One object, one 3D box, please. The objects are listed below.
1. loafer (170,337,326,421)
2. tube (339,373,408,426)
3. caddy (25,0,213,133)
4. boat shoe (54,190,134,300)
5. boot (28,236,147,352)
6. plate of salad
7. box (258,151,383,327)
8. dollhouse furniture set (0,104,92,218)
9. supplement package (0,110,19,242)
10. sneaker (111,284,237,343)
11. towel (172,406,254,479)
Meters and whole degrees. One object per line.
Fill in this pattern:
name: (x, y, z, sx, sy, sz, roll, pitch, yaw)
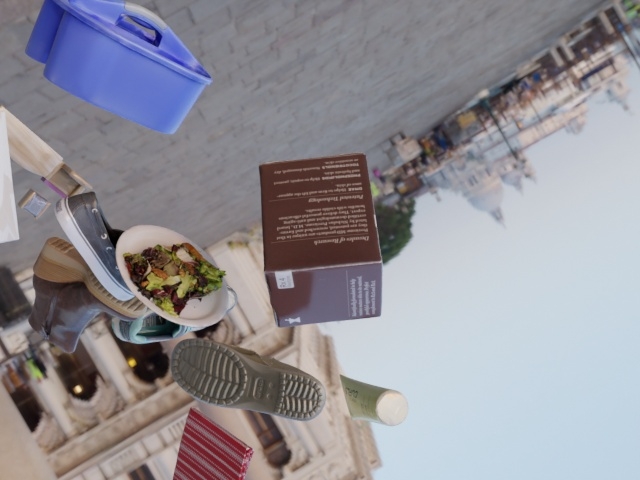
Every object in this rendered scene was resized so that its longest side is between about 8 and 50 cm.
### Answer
loafer: (-0.111, 0.217, 1.144, 0.087, 0.251, 0.094, 39, 70, -79)
tube: (0.084, 0.295, 1.349, 0.070, 0.062, 0.240, -65, -167, -13)
caddy: (-0.358, -0.342, 1.354, 0.341, 0.241, 0.179, 20, 108, -46)
boat shoe: (-0.331, 0.008, 1.177, 0.076, 0.228, 0.080, -23, -138, 0)
boot: (-0.435, 0.129, 1.377, 0.090, 0.249, 0.206, -32, 149, -55)
plate of salad: (-0.219, 0.046, 1.139, 0.048, 0.200, 0.200, -45, 174, 28)
box: (0.000, 0.000, 1.135, 0.167, 0.203, 0.168, -6, 146, 0)
dollhouse furniture set: (-0.609, -0.071, 1.330, 0.303, 0.286, 0.198, -50, -141, -9)
supplement package: (-0.565, -0.073, 0.964, 0.293, 0.177, 0.175, 1, -172, 30)
sneaker: (-0.303, 0.172, 1.631, 0.283, 0.110, 0.122, -16, -162, -27)
towel: (-0.235, 0.510, 1.540, 0.199, 0.274, 0.031, 22, -168, 38)
